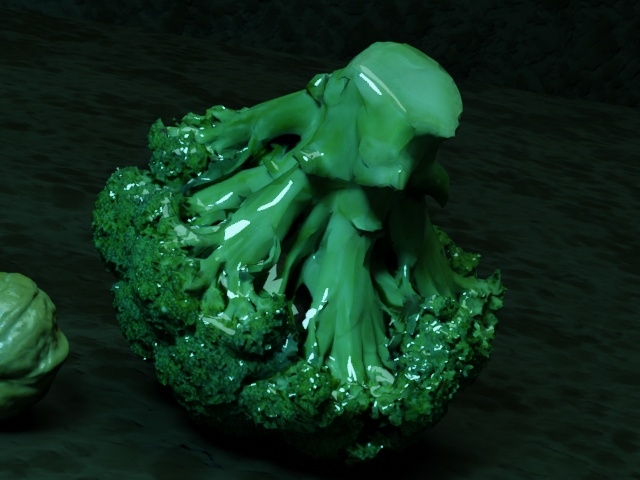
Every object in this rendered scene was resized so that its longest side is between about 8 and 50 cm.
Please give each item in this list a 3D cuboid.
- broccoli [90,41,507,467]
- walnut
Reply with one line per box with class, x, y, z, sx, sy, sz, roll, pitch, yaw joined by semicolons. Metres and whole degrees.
broccoli;0.000;0.000;1.036;0.270;0.270;0.270;22;35;-16
walnut;-0.189;0.062;0.976;0.092;0.092;0.092;12;14;-3
